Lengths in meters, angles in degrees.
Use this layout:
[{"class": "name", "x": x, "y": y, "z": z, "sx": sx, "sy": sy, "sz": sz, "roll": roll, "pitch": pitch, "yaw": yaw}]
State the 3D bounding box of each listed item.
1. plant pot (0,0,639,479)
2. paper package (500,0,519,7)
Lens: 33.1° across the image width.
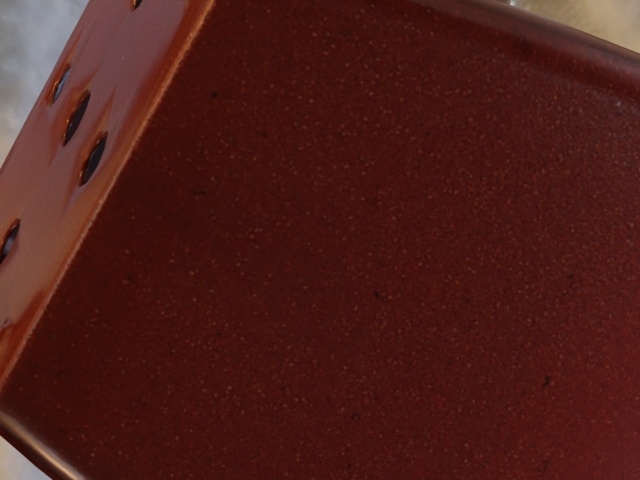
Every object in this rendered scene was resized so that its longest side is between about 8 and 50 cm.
[{"class": "plant pot", "x": 0.000, "y": 0.000, "z": 0.453, "sx": 0.235, "sy": 0.267, "sz": 0.267, "roll": 26, "pitch": 101, "yaw": -27}, {"class": "paper package", "x": 0.042, "y": -0.353, "z": 0.871, "sx": 0.309, "sy": 0.168, "sz": 0.325, "roll": 3, "pitch": 128, "yaw": -15}]
